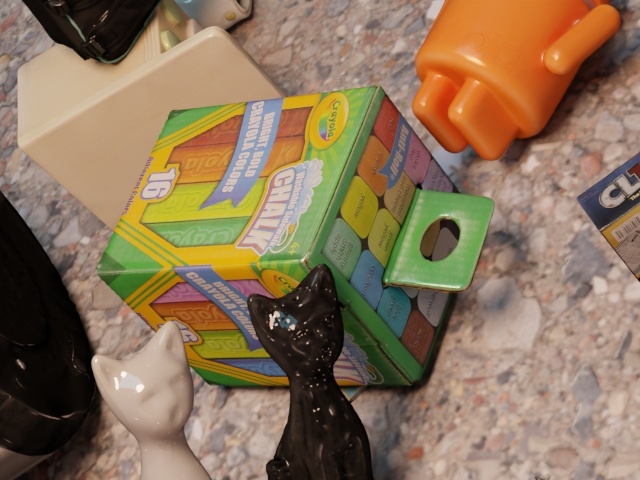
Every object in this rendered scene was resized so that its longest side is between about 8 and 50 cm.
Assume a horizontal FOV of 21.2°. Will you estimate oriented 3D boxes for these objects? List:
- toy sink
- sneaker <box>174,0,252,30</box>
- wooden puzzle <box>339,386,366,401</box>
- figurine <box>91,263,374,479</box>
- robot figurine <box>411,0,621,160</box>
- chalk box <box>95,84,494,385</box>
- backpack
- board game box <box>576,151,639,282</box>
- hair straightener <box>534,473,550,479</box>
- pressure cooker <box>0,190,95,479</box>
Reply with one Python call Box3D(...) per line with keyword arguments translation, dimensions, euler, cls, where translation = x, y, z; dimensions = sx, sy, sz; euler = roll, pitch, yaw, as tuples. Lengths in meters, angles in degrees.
Box3D(translation=(-0.157, -0.143, 1.664), dimensions=(0.234, 0.153, 0.131), euler=(-28, 44, 19), cls="toy sink")
Box3D(translation=(-0.156, -0.312, 1.844), dimensions=(0.169, 0.108, 0.292), euler=(-29, 53, 15), cls="sneaker")
Box3D(translation=(0.025, 0.109, 1.425), dimensions=(0.083, 0.006, 0.049), euler=(-45, 42, -1), cls="wooden puzzle")
Box3D(translation=(-0.061, 0.142, 1.235), dimensions=(0.215, 0.209, 0.092), euler=(-20, 22, -31), cls="figurine")
Box3D(translation=(0.166, -0.174, 1.451), dimensions=(0.219, 0.128, 0.158), euler=(-59, 4, -16), cls="robot figurine")
Box3D(translation=(0.000, 0.000, 1.394), dimensions=(0.289, 0.179, 0.180), euler=(-5, 50, 37), cls="chalk box")
Box3D(translation=(-0.206, -0.282, 1.578), dimensions=(0.144, 0.166, 0.188), euler=(31, 76, 39), cls="backpack")
Box3D(translation=(0.319, -0.045, 1.194), dimensions=(0.243, 0.165, 0.042), euler=(-36, 42, 9), cls="board game box")
Box3D(translation=(0.152, 0.202, 1.216), dimensions=(0.230, 0.047, 0.089), euler=(-1, 57, 38), cls="hair straightener")
Box3D(translation=(-0.466, 0.120, 1.533), dimensions=(0.420, 0.375, 0.370), euler=(-35, 45, 10), cls="pressure cooker")
